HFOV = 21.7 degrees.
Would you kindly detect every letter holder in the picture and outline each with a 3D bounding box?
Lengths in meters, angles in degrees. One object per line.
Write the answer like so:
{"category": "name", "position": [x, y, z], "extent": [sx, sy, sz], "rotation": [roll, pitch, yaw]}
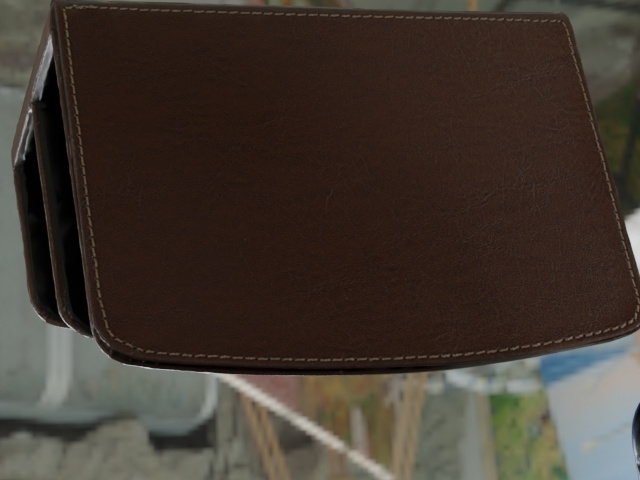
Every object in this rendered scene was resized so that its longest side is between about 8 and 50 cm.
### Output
{"category": "letter holder", "position": [0.000, 0.000, 0.920], "extent": [0.302, 0.214, 0.152], "rotation": [-2, 153, -20]}

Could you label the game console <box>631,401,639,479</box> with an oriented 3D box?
{"category": "game console", "position": [0.338, 0.178, 0.970], "extent": [0.250, 0.293, 0.173], "rotation": [-31, -154, -35]}
